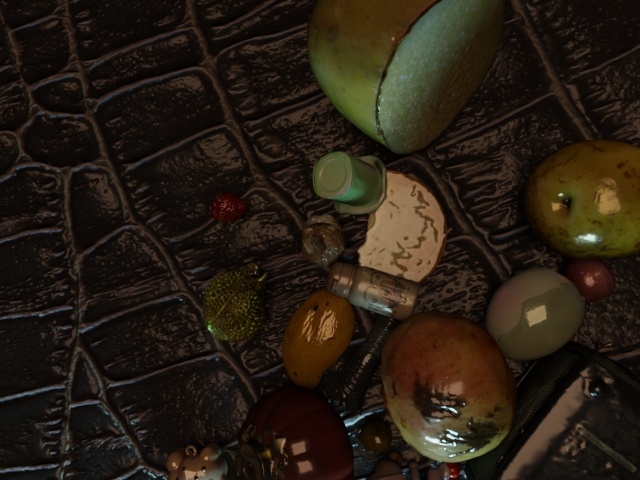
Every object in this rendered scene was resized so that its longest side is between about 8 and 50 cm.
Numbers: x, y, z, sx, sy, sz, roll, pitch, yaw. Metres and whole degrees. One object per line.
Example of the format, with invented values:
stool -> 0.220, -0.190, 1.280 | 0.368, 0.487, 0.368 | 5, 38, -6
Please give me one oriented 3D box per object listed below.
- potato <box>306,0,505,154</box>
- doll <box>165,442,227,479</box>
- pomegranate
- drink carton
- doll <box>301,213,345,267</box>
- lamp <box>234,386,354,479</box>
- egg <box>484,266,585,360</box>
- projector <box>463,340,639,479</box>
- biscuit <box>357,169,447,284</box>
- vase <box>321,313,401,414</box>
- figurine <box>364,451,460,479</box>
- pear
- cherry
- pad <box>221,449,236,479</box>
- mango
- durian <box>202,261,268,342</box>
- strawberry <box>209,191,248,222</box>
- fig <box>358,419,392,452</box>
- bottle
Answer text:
potato -> 0.152, -0.430, 1.050 | 0.319, 0.442, 0.385 | 39, 105, 22
doll -> -0.303, 0.638, 1.191 | 0.154, 0.119, 0.278 | 2, 86, 9
pomegranate -> 0.267, 0.306, 1.047 | 0.322, 0.322, 0.322 | 0, 87, 8
drink carton -> 0.064, -0.143, 1.165 | 0.144, 0.142, 0.146 | -1, 84, 31
doll -> 0.006, 0.002, 1.149 | 0.105, 0.221, 0.115 | -2, 100, -3
lamp -> -0.059, 0.488, 1.105 | 0.303, 0.257, 0.303 | -4, 84, 48
egg -> 0.463, 0.172, 1.087 | 0.217, 0.183, 0.183 | -43, 82, -4
projector -> 0.580, 0.477, 1.026 | 0.395, 0.242, 0.405 | 37, 91, 10
biscuit -> 0.204, -0.007, 1.206 | 0.204, 0.040, 0.309 | 14, 91, 11
vase -> 0.111, 0.287, 1.180 | 0.115, 0.115, 0.237 | 32, 87, 9
figurine -> 0.192, 0.601, 1.140 | 0.287, 0.186, 0.176 | -3, 126, -11
pear -> 0.589, -0.086, 1.048 | 0.280, 0.281, 0.281 | 0, 87, 8
cherry -> 0.627, 0.132, 1.112 | 0.107, 0.090, 0.226 | -14, 81, -12
pad -> -0.333, 0.702, 1.236 | 0.375, 0.063, 0.315 | -38, 82, 4
mango -> -0.010, 0.241, 1.191 | 0.157, 0.109, 0.262 | 23, 92, 5
durian -> -0.210, 0.155, 1.211 | 0.159, 0.146, 0.198 | 3, 72, 8
strawberry -> -0.235, -0.086, 1.262 | 0.096, 0.083, 0.083 | -6, 86, 1
fig -> 0.129, 0.473, 1.179 | 0.088, 0.074, 0.074 | -18, 84, 34
bottle -> 0.118, 0.110, 1.147 | 0.209, 0.110, 0.097 | 19, 112, 5
